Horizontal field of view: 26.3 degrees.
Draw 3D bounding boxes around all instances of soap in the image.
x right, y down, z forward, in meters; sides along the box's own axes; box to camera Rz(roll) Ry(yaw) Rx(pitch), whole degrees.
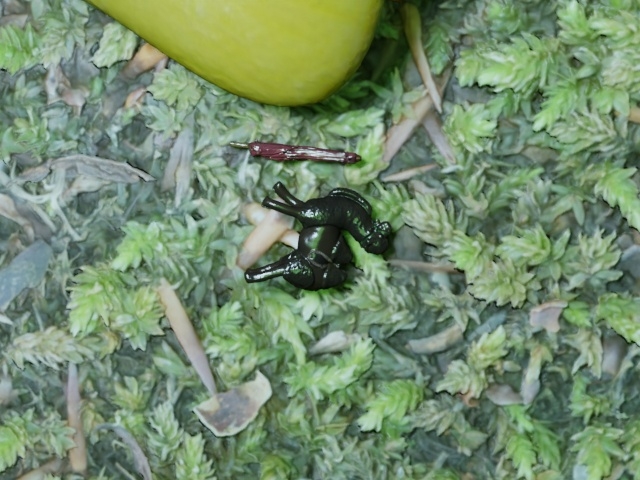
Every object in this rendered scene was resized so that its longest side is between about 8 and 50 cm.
[{"bbox_3d":[-0.116,-0.336,1.597,0.427,0.115,0.306,32,119,14],"label":"soap"}]

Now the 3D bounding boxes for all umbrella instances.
[{"bbox_3d":[-0.031,-0.107,1.677,0.165,0.027,0.025,6,69,11],"label":"umbrella"}]

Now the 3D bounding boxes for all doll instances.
[{"bbox_3d":[0.000,0.000,1.667,0.165,0.057,0.139,13,93,3],"label":"doll"}]
